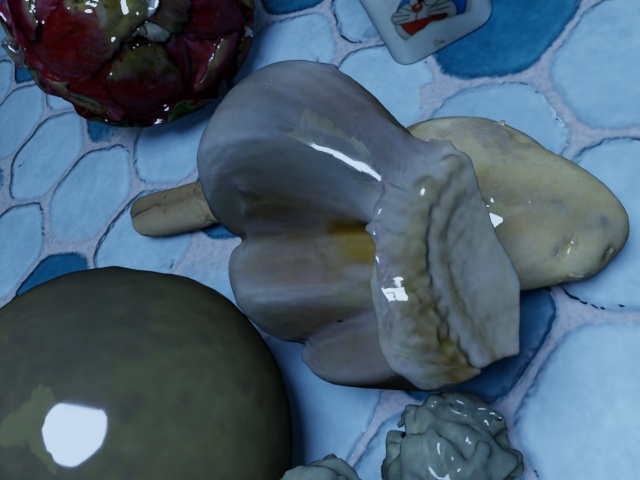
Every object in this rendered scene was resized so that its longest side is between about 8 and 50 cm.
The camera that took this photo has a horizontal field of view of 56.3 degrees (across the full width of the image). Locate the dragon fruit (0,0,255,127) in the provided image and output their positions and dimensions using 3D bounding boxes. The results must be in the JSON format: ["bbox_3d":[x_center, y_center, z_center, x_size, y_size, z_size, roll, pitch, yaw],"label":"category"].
[{"bbox_3d":[-0.239,-0.298,0.761,0.329,0.329,0.329,-13,61,24],"label":"dragon fruit"}]

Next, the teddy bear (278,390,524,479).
[{"bbox_3d":[0.079,0.230,0.282,0.357,0.367,0.224,37,93,38],"label":"teddy bear"}]

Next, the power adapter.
[{"bbox_3d":[0.087,-0.314,0.644,0.130,0.205,0.125,-26,56,19],"label":"power adapter"}]

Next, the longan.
[{"bbox_3d":[-0.164,0.163,0.503,0.297,0.297,0.297,-13,61,24],"label":"longan"}]

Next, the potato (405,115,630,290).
[{"bbox_3d":[0.131,-0.029,0.525,0.235,0.128,0.161,40,91,32],"label":"potato"}]

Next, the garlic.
[{"bbox_3d":[0.001,0.000,0.475,0.132,0.279,0.325,-23,10,-28],"label":"garlic"}]

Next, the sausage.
[{"bbox_3d":[-0.105,-0.056,0.715,0.301,0.066,0.066,-15,60,25],"label":"sausage"}]
